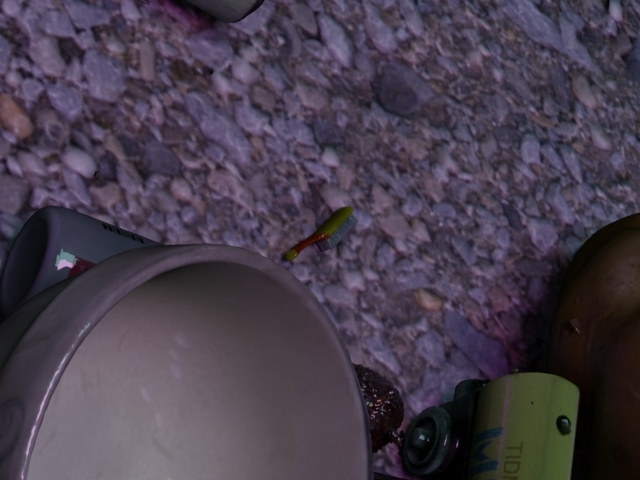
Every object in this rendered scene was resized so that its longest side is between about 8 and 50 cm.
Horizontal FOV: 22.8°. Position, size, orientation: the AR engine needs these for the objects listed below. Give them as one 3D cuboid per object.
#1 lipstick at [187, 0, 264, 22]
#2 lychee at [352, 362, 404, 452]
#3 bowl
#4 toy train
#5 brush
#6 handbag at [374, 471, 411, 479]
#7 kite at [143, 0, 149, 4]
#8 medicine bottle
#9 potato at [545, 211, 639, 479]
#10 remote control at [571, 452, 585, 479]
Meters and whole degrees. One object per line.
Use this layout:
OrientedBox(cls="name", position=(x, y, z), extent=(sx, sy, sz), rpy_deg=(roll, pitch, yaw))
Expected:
OrientedBox(cls="lipstick", position=(-0.172, -0.263, 1.216), extent=(0.304, 0.076, 0.076), rpy_deg=(26, 58, -25))
OrientedBox(cls="lychee", position=(0.030, 0.131, 1.215), extent=(0.067, 0.068, 0.083), rpy_deg=(-43, 80, 1))
OrientedBox(cls="bowl", position=(-0.120, 0.153, 0.993), extent=(0.307, 0.163, 0.307), rpy_deg=(-3, 94, -53))
OrientedBox(cls="toy train", position=(0.131, 0.215, 1.197), extent=(0.105, 0.157, 0.253), rpy_deg=(28, 57, -26))
OrientedBox(cls="brush", position=(0.000, 0.000, 1.279), extent=(0.083, 0.019, 0.021), rpy_deg=(-39, 106, -42))
OrientedBox(cls="handbag", position=(0.025, 0.271, 1.091), extent=(0.089, 0.175, 0.270), rpy_deg=(52, 49, -33))
OrientedBox(cls="kite", position=(-0.166, -0.250, 1.268), extent=(0.152, 0.005, 0.137), rpy_deg=(-28, 90, -41))
OrientedBox(cls="medicine bottle", position=(-0.113, 0.051, 1.126), extent=(0.216, 0.090, 0.090), rpy_deg=(22, 60, -29))
OrientedBox(cls="potato", position=(0.287, 0.105, 1.298), extent=(0.351, 0.202, 0.218), rpy_deg=(-108, 179, -59))
OrientedBox(cls="remote control", position=(0.267, 0.232, 1.376), extent=(0.285, 0.038, 0.123), rpy_deg=(-16, 79, -37))
